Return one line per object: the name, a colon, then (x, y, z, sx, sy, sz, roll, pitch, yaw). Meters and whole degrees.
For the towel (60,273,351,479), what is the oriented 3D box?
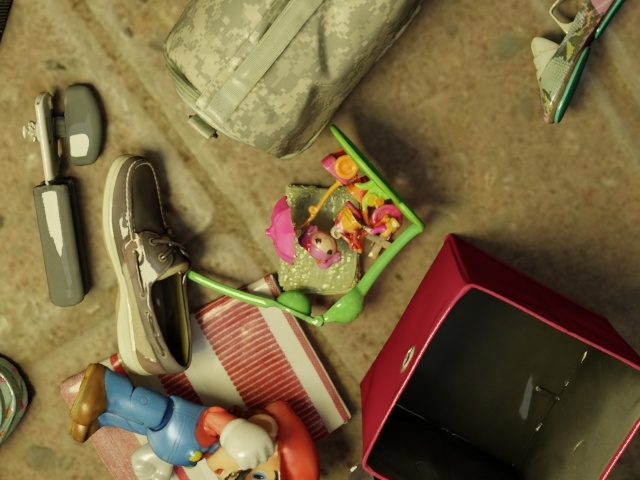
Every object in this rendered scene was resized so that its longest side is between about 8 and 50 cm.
towel: (-0.153, 0.218, 1.408, 0.329, 0.037, 0.237, -28, 98, 6)

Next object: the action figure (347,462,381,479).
action figure: (0.089, 0.332, 1.321, 0.185, 0.285, 0.099, -21, 72, 27)

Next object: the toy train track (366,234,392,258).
toy train track: (0.087, -0.015, 1.361, 0.048, 0.014, 0.083, 29, 96, 2)

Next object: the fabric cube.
fabric cube: (0.213, 0.176, 1.275, 0.259, 0.258, 0.254, 28, 103, -5)

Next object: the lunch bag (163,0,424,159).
lunch bag: (-0.027, -0.249, 1.187, 0.212, 0.256, 0.305, 40, 100, -7)

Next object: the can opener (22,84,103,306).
can opener: (-0.322, -0.055, 1.330, 0.093, 0.074, 0.280, -1, 103, 1)

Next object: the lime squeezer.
lime squeezer: (-0.013, 0.060, 1.330, 0.310, 0.059, 0.109, -12, 103, 7)

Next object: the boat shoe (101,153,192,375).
boat shoe: (-0.207, 0.032, 1.313, 0.092, 0.103, 0.285, 0, 96, 28)

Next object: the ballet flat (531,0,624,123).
ballet flat: (0.309, -0.253, 1.278, 0.079, 0.077, 0.221, 30, 97, 14)

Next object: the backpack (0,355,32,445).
backpack: (-0.471, 0.237, 1.378, 0.182, 0.115, 0.152, -43, 96, 7)

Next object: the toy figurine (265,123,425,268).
toy figurine: (0.015, -0.027, 1.285, 0.159, 0.130, 0.173, -42, 105, 8)

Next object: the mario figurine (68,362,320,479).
mario figurine: (-0.157, 0.267, 1.300, 0.321, 0.198, 0.170, 17, 98, -4)

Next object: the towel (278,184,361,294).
towel: (0.000, 0.000, 1.358, 0.110, 0.027, 0.148, 1, 103, 2)

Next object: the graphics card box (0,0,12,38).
graphics card box: (-0.468, -0.393, 1.249, 0.233, 0.094, 0.370, 20, 103, -3)
